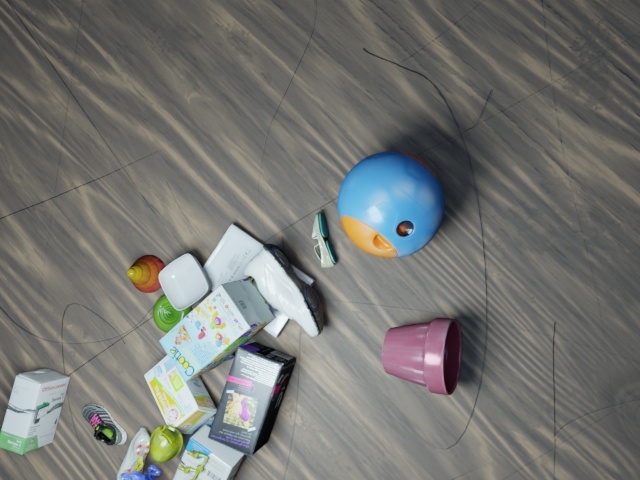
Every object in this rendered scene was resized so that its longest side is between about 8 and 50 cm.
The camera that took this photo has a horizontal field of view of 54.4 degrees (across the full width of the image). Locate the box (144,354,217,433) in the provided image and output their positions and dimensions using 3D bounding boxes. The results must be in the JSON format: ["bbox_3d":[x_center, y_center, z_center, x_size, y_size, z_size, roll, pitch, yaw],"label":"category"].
[{"bbox_3d":[-0.409,0.447,1.820,0.114,0.103,0.203,-41,59,6],"label":"box"}]

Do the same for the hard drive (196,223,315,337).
[{"bbox_3d":[-0.196,0.118,1.866,0.307,0.040,0.203,34,93,12],"label":"hard drive"}]

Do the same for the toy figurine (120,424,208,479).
[{"bbox_3d":[-0.488,0.706,1.704,0.191,0.217,0.362,38,118,8],"label":"toy figurine"}]

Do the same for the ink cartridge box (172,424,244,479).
[{"bbox_3d":[-0.325,0.660,1.793,0.148,0.086,0.203,31,115,13],"label":"ink cartridge box"}]

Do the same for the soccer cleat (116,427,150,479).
[{"bbox_3d":[-0.564,0.660,1.893,0.068,0.076,0.196,20,108,-27],"label":"soccer cleat"}]

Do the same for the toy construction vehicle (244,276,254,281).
[{"bbox_3d":[-0.180,0.123,1.824,0.086,0.035,0.098,43,95,12],"label":"toy construction vehicle"}]

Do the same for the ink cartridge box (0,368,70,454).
[{"bbox_3d":[-0.878,0.519,1.913,0.092,0.160,0.219,15,89,11],"label":"ink cartridge box"}]

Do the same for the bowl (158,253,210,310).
[{"bbox_3d":[-0.400,0.125,1.866,0.142,0.053,0.142,-34,78,15],"label":"bowl"}]

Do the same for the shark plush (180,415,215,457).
[{"bbox_3d":[-0.367,0.574,1.851,0.161,0.067,0.073,-37,80,6],"label":"shark plush"}]

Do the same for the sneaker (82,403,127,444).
[{"bbox_3d":[-0.674,0.568,1.911,0.170,0.075,0.063,39,94,12],"label":"sneaker"}]

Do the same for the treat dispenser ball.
[{"bbox_3d":[0.190,-0.096,1.677,0.288,0.288,0.288,-1,85,12],"label":"treat dispenser ball"}]

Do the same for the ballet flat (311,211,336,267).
[{"bbox_3d":[0.000,0.000,1.830,0.052,0.057,0.168,-18,82,20],"label":"ballet flat"}]

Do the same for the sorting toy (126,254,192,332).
[{"bbox_3d":[-0.483,0.200,1.876,0.127,0.126,0.365,-36,79,7],"label":"sorting toy"}]

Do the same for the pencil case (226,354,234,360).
[{"bbox_3d":[-0.317,0.295,1.865,0.070,0.064,0.152,-35,76,45],"label":"pencil case"}]

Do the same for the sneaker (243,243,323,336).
[{"bbox_3d":[-0.100,0.154,1.774,0.129,0.111,0.297,-37,88,18],"label":"sneaker"}]

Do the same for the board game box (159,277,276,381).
[{"bbox_3d":[-0.286,0.247,1.728,0.275,0.142,0.144,-40,77,23],"label":"board game box"}]

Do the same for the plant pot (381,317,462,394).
[{"bbox_3d":[0.273,0.307,1.689,0.180,0.201,0.201,1,85,27],"label":"plant pot"}]

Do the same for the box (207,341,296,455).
[{"bbox_3d":[-0.191,0.445,1.775,0.143,0.165,0.270,19,90,12],"label":"box"}]
